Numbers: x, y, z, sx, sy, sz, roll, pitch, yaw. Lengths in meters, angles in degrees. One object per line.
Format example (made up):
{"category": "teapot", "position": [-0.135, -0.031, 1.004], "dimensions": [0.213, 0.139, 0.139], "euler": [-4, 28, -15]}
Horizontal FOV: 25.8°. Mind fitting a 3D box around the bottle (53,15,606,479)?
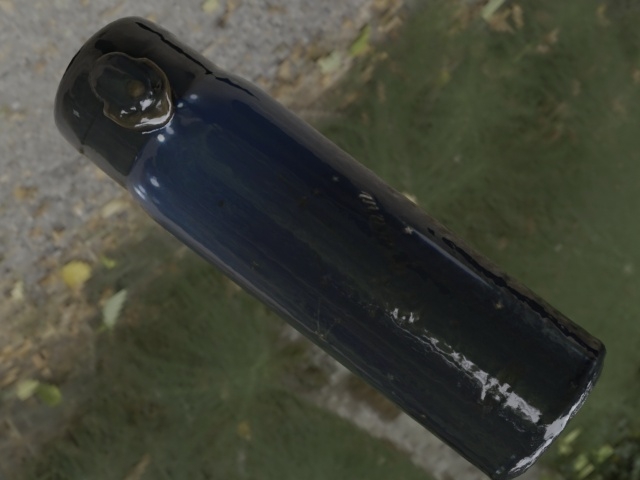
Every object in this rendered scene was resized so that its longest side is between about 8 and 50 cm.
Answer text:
{"category": "bottle", "position": [0.000, 0.000, 0.572], "dimensions": [0.072, 0.244, 0.082], "euler": [-53, 174, -2]}
